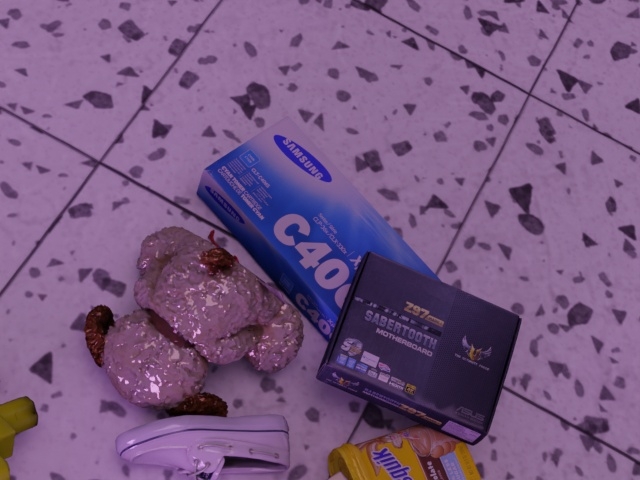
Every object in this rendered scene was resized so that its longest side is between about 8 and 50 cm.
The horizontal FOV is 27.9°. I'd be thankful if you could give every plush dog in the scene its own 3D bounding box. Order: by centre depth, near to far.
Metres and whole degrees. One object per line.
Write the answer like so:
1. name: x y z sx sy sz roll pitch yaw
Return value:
1. plush dog: -0.177 0.117 1.657 0.262 0.210 0.225 36 84 8

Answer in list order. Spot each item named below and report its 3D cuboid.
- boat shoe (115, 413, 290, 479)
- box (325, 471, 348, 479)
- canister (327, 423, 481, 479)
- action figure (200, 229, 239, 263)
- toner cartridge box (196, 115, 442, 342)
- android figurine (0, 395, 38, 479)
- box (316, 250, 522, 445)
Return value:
1. boat shoe: -0.142 0.267 1.624 0.226 0.083 0.075 -4 62 -17
2. box: -0.023 0.440 1.539 0.243 0.117 0.213 -28 72 -27
3. canister: 0.111 0.306 1.674 0.170 0.073 0.126 -14 66 -23
4. action figure: -0.131 0.038 1.790 0.038 0.030 0.115 -27 73 -31
5. toner cartridge box: 0.000 0.000 1.815 0.165 0.075 0.348 -35 75 -29
6. android figurine: -0.481 0.225 1.521 0.248 0.056 0.273 35 37 29
7. box: 0.132 0.140 1.696 0.233 0.059 0.183 24 59 -3
